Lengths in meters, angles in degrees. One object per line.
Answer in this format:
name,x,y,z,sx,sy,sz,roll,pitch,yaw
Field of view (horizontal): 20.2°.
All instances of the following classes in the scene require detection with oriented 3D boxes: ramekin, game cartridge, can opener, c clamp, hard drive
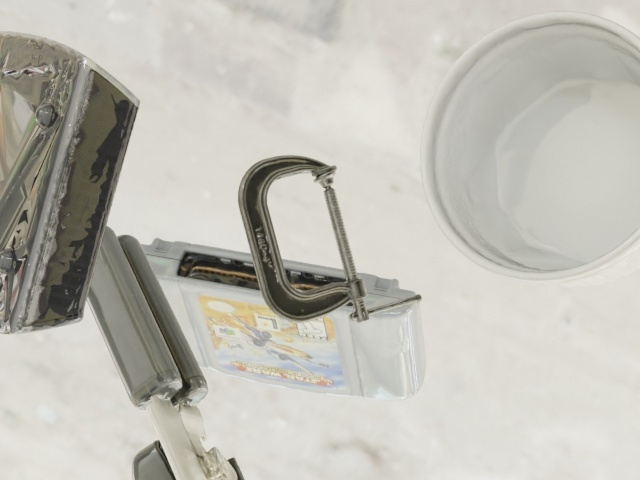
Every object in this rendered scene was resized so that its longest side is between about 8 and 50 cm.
ramekin,0.190,-0.061,1.367,0.207,0.207,0.109,7,173,29
game cartridge,-0.041,0.087,1.847,0.297,0.062,0.198,9,145,13
can opener,-0.137,0.117,1.416,0.093,0.280,0.074,-31,155,17
c clamp,0.000,0.000,1.498,0.022,0.137,0.160,-9,102,64
hard drive,-0.186,-0.036,1.070,0.054,0.172,0.255,15,180,-29
